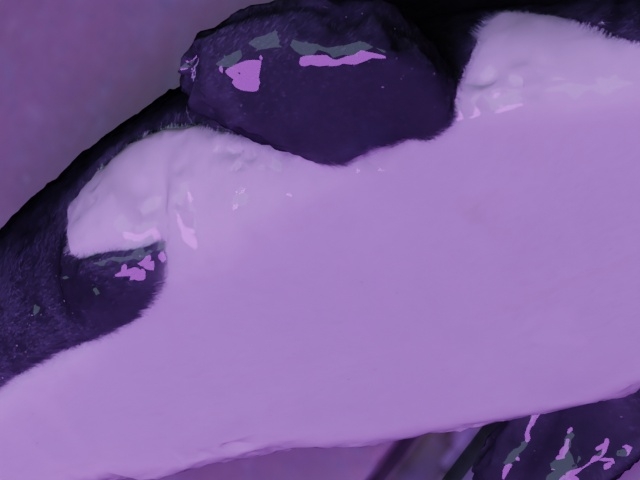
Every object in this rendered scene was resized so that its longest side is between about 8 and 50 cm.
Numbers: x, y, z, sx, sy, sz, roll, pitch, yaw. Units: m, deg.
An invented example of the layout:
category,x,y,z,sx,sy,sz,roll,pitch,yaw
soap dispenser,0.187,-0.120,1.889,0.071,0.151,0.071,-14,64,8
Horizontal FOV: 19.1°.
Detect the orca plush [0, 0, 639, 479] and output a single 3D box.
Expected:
category,x,y,z,sx,sy,sz,roll,pitch,yaw
orca plush,0.000,0.000,0.456,0.151,0.102,0.287,36,125,-25
